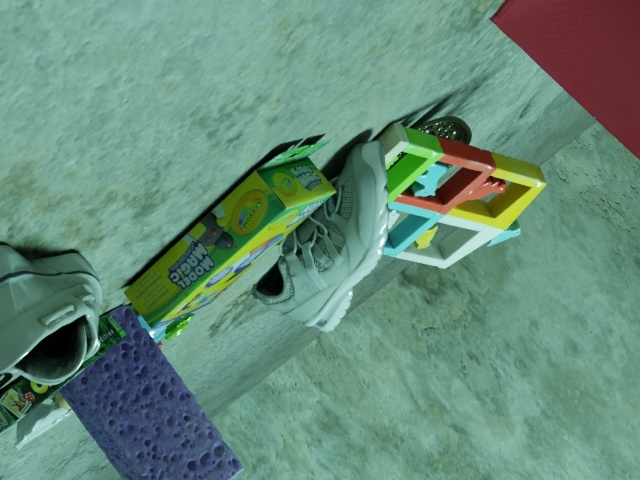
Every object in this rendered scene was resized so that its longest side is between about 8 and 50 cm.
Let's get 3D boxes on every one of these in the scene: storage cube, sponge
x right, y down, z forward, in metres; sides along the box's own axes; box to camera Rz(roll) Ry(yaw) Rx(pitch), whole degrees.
[{"bbox_3d":[0.301,-0.221,1.275,0.183,0.193,0.215,-46,180,-35],"label":"storage cube"},{"bbox_3d":[-0.176,0.171,1.455,0.031,0.210,0.117,-39,175,40],"label":"sponge"}]

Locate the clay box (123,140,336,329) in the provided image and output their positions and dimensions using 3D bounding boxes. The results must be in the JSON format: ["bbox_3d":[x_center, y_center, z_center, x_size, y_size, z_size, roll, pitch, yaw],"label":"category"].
[{"bbox_3d":[-0.077,-0.008,1.432,0.222,0.053,0.127,-40,173,24],"label":"clay box"}]

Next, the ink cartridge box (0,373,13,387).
[{"bbox_3d":[-0.318,0.137,1.255,0.115,0.029,0.063,-38,173,-14],"label":"ink cartridge box"}]

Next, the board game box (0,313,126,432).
[{"bbox_3d":[-0.281,0.148,1.295,0.260,0.030,0.136,-32,-172,48],"label":"board game box"}]

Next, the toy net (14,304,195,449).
[{"bbox_3d":[-0.245,0.139,1.586,0.232,0.045,0.122,-38,175,10],"label":"toy net"}]

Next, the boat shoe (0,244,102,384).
[{"bbox_3d":[-0.206,0.063,1.101,0.096,0.088,0.267,-38,173,-3],"label":"boat shoe"}]

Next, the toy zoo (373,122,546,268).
[{"bbox_3d":[0.138,-0.044,1.775,0.293,0.030,0.192,12,138,-39],"label":"toy zoo"}]

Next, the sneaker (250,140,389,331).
[{"bbox_3d":[0.000,0.000,1.652,0.105,0.115,0.281,-93,-161,-46],"label":"sneaker"}]

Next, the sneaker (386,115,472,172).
[{"bbox_3d":[0.106,-0.097,1.795,0.188,0.066,0.071,-36,-169,25],"label":"sneaker"}]
